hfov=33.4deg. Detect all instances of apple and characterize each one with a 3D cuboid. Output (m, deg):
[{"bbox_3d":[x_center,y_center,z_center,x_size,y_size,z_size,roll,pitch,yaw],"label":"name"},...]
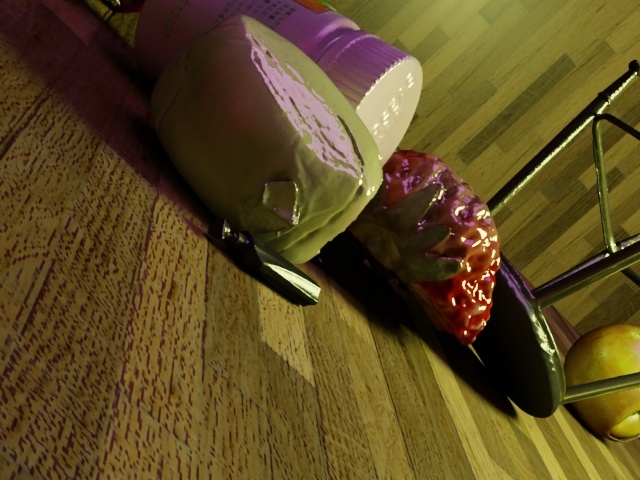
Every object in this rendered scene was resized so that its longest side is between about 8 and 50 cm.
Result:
[{"bbox_3d":[0.585,0.284,2.082,0.237,0.237,0.207,39,29,-36],"label":"apple"}]

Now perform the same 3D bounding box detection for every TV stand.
[{"bbox_3d":[0.000,0.000,1.237,0.256,0.040,0.049,44,10,-31],"label":"TV stand"}]

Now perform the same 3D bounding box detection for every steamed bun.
[{"bbox_3d":[-0.059,-0.089,1.028,0.239,0.170,0.152,47,27,-11],"label":"steamed bun"}]

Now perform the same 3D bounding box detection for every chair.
[{"bbox_3d":[0.411,0.031,1.556,0.364,0.410,0.362,53,-15,50],"label":"chair"}]

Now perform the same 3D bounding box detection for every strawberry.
[{"bbox_3d":[0.137,0.000,1.354,0.265,0.149,0.336,40,-4,21],"label":"strawberry"}]

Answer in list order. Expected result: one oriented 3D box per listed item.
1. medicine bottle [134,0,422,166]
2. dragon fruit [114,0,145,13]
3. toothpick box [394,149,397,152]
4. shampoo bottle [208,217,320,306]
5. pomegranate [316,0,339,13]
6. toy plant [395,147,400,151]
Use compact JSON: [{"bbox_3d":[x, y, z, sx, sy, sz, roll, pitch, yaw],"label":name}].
[{"bbox_3d":[-0.048,-0.193,1.200,0.290,0.178,0.178,31,4,21],"label":"medicine bottle"},{"bbox_3d":[-0.217,-0.409,1.388,0.296,0.314,0.263,26,-18,29],"label":"dragon fruit"},{"bbox_3d":[0.152,-0.096,2.056,0.153,0.101,0.101,46,10,2],"label":"toothpick box"},{"bbox_3d":[-0.051,0.020,0.994,0.137,0.027,0.048,38,9,-39],"label":"shampoo bottle"},{"bbox_3d":[-0.061,-0.367,2.045,0.211,0.211,0.263,44,52,-14],"label":"pomegranate"},{"bbox_3d":[0.095,-0.192,2.212,0.162,0.093,0.093,43,11,-15],"label":"toy plant"}]
